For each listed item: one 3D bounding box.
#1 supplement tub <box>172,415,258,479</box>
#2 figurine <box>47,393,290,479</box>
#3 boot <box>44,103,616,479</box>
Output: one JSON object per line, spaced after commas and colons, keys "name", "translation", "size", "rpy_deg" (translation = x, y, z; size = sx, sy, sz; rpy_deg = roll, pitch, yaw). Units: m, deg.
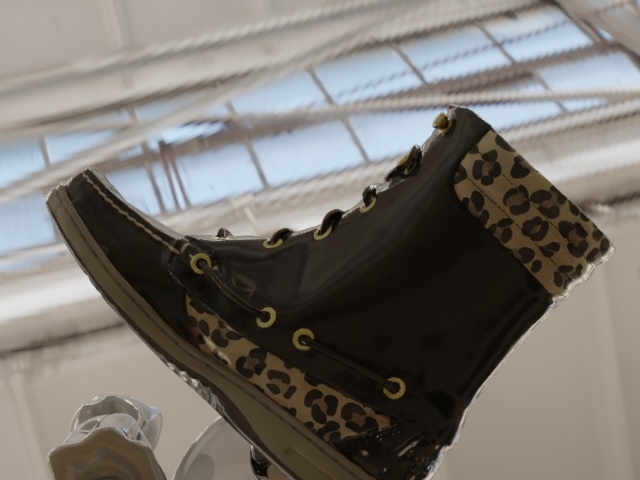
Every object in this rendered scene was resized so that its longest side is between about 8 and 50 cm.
{"name": "supplement tub", "translation": [-0.001, 0.199, 1.124], "size": [0.117, 0.117, 0.190], "rpy_deg": [-43, -58, 5]}
{"name": "figurine", "translation": [-0.077, 0.117, 1.071], "size": [0.215, 0.209, 0.092], "rpy_deg": [-24, -81, -2]}
{"name": "boot", "translation": [0.001, 0.001, 0.785], "size": [0.178, 0.236, 0.085], "rpy_deg": [-48, -22, 1]}
